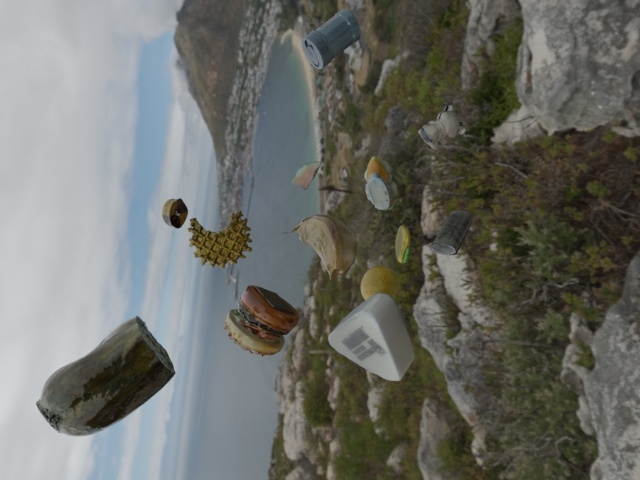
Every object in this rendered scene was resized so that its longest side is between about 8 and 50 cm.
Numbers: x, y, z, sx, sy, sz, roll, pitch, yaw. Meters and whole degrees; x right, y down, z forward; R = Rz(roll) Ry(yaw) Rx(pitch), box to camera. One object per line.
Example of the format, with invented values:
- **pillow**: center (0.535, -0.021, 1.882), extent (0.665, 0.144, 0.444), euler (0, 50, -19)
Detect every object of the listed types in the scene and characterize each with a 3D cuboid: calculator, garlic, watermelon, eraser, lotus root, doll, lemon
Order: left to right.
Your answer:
- **lotus root**: center (-0.623, 0.406, 1.197), extent (0.250, 0.346, 0.251), euler (42, 153, 28)
- **watermelon**: center (-0.039, -0.281, 1.718), extent (0.080, 0.101, 0.155), euler (51, 131, 25)
- **garlic**: center (0.002, -0.017, 1.580), extent (0.196, 0.151, 0.338), euler (-47, 57, -2)
- **eraser**: center (0.202, 0.346, 1.574), extent (0.150, 0.331, 0.331), euler (-37, -22, -43)
- **lemon**: center (0.293, 0.226, 2.039), extent (0.187, 0.186, 0.244), euler (118, 167, -50)
- **calculator**: center (0.362, 0.018, 1.813), extent (0.235, 0.032, 0.146), euler (-83, 2, -65)
- **doll**: center (0.518, -0.482, 1.747), extent (0.149, 0.192, 0.095), euler (58, -178, 10)

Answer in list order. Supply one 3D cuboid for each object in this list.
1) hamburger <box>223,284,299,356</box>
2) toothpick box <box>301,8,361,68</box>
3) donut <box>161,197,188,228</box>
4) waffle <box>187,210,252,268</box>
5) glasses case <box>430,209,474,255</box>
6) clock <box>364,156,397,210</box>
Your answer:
- **hamburger**: center (-0.246, 0.331, 1.684), extent (0.225, 0.290, 0.291), euler (-58, 20, 7)
- **toothpick box**: center (0.032, -0.598, 1.221), extent (0.153, 0.101, 0.101), euler (-41, 13, -11)
- **donut**: center (-0.651, -0.124, 1.835), extent (0.140, 0.059, 0.141), euler (9, -90, -77)
- **waffle**: center (-0.464, 0.001, 1.911), extent (0.069, 0.292, 0.260), euler (-165, 63, -79)
- **glasses case**: center (0.583, -0.040, 1.807), extent (0.299, 0.114, 0.060), euler (-45, -43, -44)
- **clock**: center (0.237, -0.220, 1.598), extent (0.144, 0.103, 0.231), euler (-67, -37, -50)
